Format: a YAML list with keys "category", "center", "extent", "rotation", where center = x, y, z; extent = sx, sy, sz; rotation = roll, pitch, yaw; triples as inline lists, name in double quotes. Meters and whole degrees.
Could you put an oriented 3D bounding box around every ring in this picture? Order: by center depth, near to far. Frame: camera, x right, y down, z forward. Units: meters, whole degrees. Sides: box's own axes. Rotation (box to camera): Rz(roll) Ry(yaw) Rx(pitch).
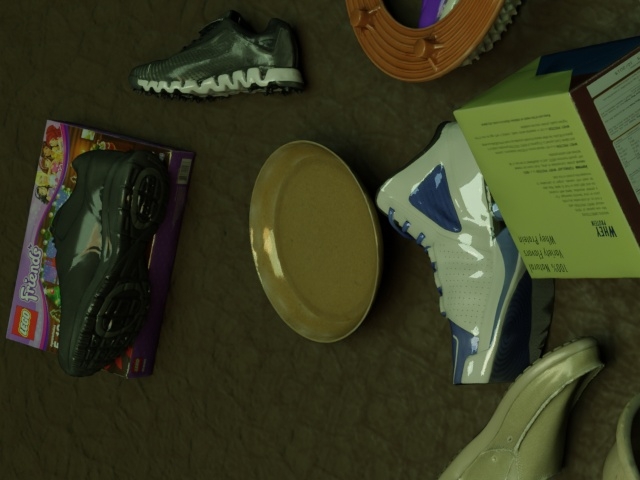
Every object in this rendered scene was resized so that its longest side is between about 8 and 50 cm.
- category: "ring"
  center: [0.110, -0.340, 1.841]
  extent: [0.337, 0.032, 0.336]
  rotation: [-11, 76, 56]

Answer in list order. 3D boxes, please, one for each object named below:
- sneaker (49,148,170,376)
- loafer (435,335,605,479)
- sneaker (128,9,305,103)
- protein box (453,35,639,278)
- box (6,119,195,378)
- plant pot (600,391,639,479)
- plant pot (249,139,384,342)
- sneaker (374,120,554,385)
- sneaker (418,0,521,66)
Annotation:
- category: "sneaker"
  center: [-0.274, 0.024, 2.061]
  extent: [0.130, 0.109, 0.286]
  rotation: [13, 87, 33]
- category: "loafer"
  center: [0.231, 0.214, 1.837]
  extent: [0.092, 0.102, 0.268]
  rotation: [46, 120, 20]
- category: "sneaker"
  center: [-0.126, -0.225, 2.053]
  extent: [0.234, 0.078, 0.106]
  rotation: [-1, 86, 26]
- category: "protein box"
  center: [0.276, -0.080, 1.704]
  extent: [0.200, 0.136, 0.201]
  rotation: [-3, 117, 61]
- category: "box"
  center: [-0.282, 0.009, 2.145]
  extent: [0.201, 0.057, 0.293]
  rotation: [14, 97, 29]
- category: "plant pot"
  center: [0.346, 0.366, 1.664]
  extent: [0.334, 0.334, 0.305]
  rotation: [47, 121, 21]
- category: "plant pot"
  center: [0.000, 0.000, 1.961]
  extent: [0.236, 0.032, 0.236]
  rotation: [15, 109, 49]
- category: "sneaker"
  center: [0.156, 0.003, 1.873]
  extent: [0.182, 0.127, 0.315]
  rotation: [2, 84, 33]
- category: "sneaker"
  center: [0.158, -0.340, 1.886]
  extent: [0.146, 0.102, 0.293]
  rotation: [35, 112, 42]
